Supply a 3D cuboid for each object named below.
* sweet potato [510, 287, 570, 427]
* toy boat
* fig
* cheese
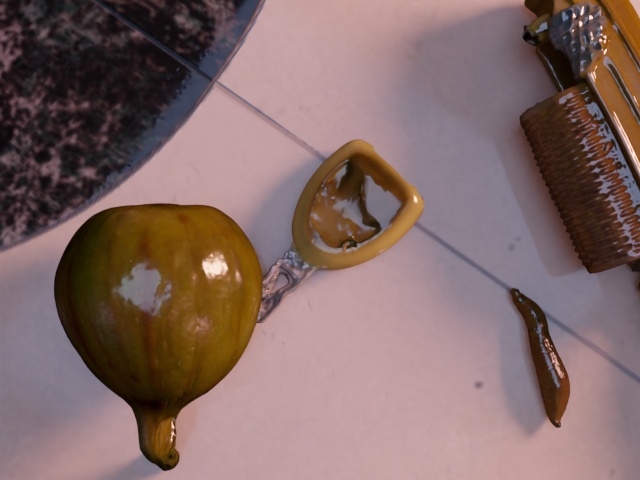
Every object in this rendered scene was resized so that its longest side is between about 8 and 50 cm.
[{"bbox_3d":[0.178,0.091,0.654,0.026,0.026,0.115,-14,84,-3],"label":"sweet potato"},{"bbox_3d":[0.226,-0.063,0.634,0.115,0.089,0.310,-25,87,-1],"label":"toy boat"},{"bbox_3d":[-0.123,0.064,0.587,0.142,0.148,0.186,18,70,-31],"label":"fig"},{"bbox_3d":[0.000,0.000,0.649,0.162,0.036,0.086,-44,87,-5],"label":"cheese"}]
